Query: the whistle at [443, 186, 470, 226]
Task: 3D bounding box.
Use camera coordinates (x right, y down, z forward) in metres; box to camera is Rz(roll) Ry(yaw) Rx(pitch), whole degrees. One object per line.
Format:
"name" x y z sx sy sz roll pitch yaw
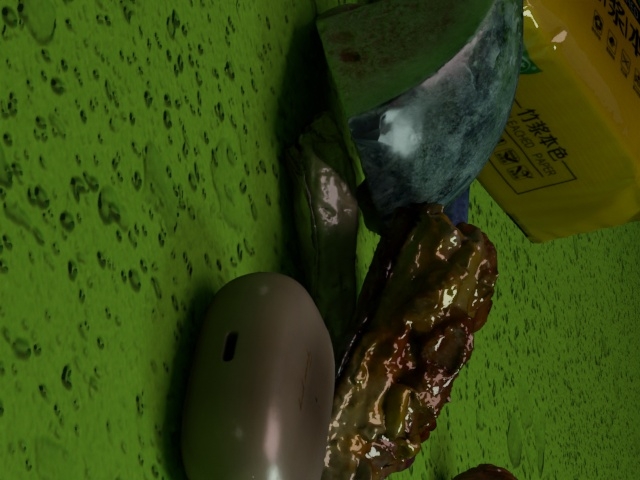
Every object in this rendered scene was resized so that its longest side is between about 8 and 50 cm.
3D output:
"whistle" 0.150 -0.111 1.989 0.062 0.062 0.304 62 29 -52

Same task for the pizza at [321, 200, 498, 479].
"pizza" 0.077 0.092 1.495 0.409 0.114 0.278 -54 168 -66

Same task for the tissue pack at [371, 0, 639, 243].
"tissue pack" 0.243 -0.226 1.910 0.382 0.228 0.293 45 43 -39

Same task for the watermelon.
"watermelon" 0.059 -0.133 1.570 0.289 0.213 0.320 -31 153 -59

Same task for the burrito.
"burrito" 0.002 0.000 1.493 0.063 0.058 0.230 -3 93 -45

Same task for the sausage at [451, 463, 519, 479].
"sausage" 0.207 0.410 1.935 0.121 0.121 0.304 -34 116 -70

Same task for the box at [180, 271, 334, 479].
"box" -0.045 0.121 1.254 0.146 0.088 0.200 65 28 -45
